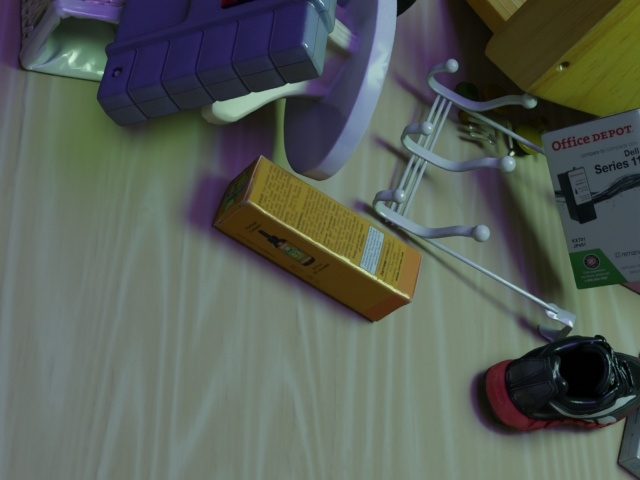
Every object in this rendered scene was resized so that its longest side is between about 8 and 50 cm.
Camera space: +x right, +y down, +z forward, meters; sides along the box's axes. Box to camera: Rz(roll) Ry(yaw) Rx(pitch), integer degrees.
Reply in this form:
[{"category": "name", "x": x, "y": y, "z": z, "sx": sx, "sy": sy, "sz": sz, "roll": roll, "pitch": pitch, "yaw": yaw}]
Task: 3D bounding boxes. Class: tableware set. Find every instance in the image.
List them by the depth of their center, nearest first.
[{"category": "tableware set", "x": 0.255, "y": -0.168, "z": 1.629, "sx": 0.154, "sy": 0.024, "sz": 0.104, "roll": 10, "pitch": 62, "yaw": -28}]

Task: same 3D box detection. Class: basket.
[{"category": "basket", "x": -0.232, "y": -0.243, "z": 1.262, "sx": 0.167, "sy": 0.113, "sz": 0.103, "roll": 6, "pitch": 61, "yaw": -34}]

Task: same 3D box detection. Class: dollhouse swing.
[{"category": "dollhouse swing", "x": 0.411, "y": -0.326, "z": 1.587, "sx": 0.347, "sy": 0.315, "sz": 0.304, "roll": 11, "pitch": 50, "yaw": -33}]

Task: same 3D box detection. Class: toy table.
[{"category": "toy table", "x": -0.031, "y": -0.223, "z": 1.301, "sx": 0.161, "sy": 0.252, "sz": 0.274, "roll": 21, "pitch": 62, "yaw": -29}]

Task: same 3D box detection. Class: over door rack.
[{"category": "over door rack", "x": 0.245, "y": -0.059, "z": 1.497, "sx": 0.324, "sy": 0.108, "sz": 0.239, "roll": 34, "pitch": 59, "yaw": -17}]

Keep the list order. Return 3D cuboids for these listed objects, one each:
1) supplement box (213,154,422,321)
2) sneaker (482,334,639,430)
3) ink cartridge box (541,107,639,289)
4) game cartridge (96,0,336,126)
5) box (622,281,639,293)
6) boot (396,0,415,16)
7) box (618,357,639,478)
[{"category": "supplement box", "x": 0.000, "y": 0.000, "z": 1.327, "sx": 0.233, "sy": 0.078, "sz": 0.080, "roll": 30, "pitch": 53, "yaw": -21}, {"category": "sneaker", "x": 0.337, "y": 0.174, "z": 1.444, "sx": 0.276, "sy": 0.135, "sz": 0.097, "roll": 3, "pitch": 65, "yaw": -36}, {"category": "ink cartridge box", "x": 0.379, "y": -0.055, "z": 1.459, "sx": 0.087, "sy": 0.153, "sz": 0.208, "roll": -15, "pitch": 91, "yaw": -44}, {"category": "game cartridge", "x": -0.085, "y": -0.281, "z": 1.166, "sx": 0.068, "sy": 0.230, "sz": 0.355, "roll": 50, "pitch": 35, "yaw": -43}, {"category": "box", "x": 0.527, "y": -0.014, "z": 1.602, "sx": 0.214, "sy": 0.243, "sz": 0.117, "roll": 25, "pitch": 55, "yaw": -24}, {"category": "boot", "x": -0.039, "y": -0.420, "z": 1.474, "sx": 0.348, "sy": 0.131, "sz": 0.260, "roll": 5, "pitch": 65, "yaw": -33}, {"category": "box", "x": 0.478, "y": 0.254, "z": 1.568, "sx": 0.145, "sy": 0.038, "sz": 0.186, "roll": 37, "pitch": 53, "yaw": -15}]
